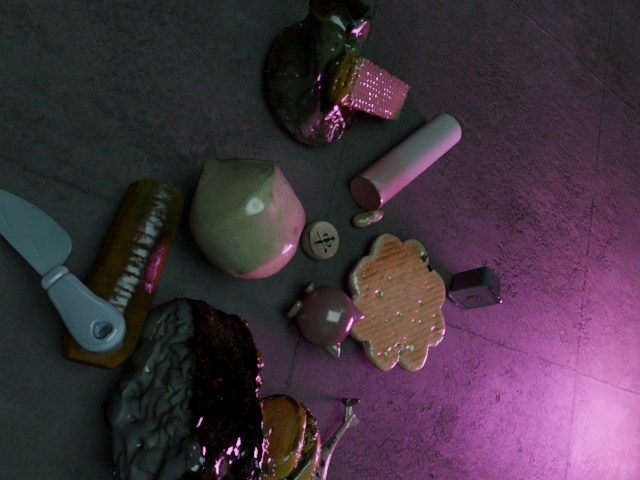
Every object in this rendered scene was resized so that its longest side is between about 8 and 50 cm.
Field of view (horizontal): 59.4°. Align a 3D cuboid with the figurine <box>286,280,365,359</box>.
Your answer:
[{"bbox_3d":[0.009,0.152,1.112,0.138,0.125,0.125,39,63,-8],"label":"figurine"}]

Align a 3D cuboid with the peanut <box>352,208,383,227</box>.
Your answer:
[{"bbox_3d":[0.106,-0.051,1.248,0.083,0.037,0.037,-28,101,-33],"label":"peanut"}]

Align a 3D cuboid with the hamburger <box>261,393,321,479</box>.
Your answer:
[{"bbox_3d":[-0.084,0.361,0.984,0.191,0.182,0.118,-55,131,-35],"label":"hamburger"}]

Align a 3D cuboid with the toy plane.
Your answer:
[{"bbox_3d":[-0.006,0.431,1.086,0.108,0.092,0.286,52,57,-8],"label":"toy plane"}]

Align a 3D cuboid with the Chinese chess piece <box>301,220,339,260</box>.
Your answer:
[{"bbox_3d":[0.000,0.000,1.166,0.084,0.034,0.084,5,82,-36],"label":"Chinese chess piece"}]

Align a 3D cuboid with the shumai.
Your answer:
[{"bbox_3d":[0.018,-0.332,1.116,0.222,0.204,0.272,-29,106,-33],"label":"shumai"}]

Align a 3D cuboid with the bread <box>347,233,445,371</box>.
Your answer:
[{"bbox_3d":[0.172,0.142,1.262,0.316,0.054,0.316,5,82,-36],"label":"bread"}]

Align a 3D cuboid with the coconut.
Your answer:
[{"bbox_3d":[-0.135,-0.048,0.978,0.224,0.224,0.224,4,82,-35],"label":"coconut"}]

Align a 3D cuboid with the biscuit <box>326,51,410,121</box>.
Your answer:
[{"bbox_3d":[0.107,-0.302,1.137,0.379,0.054,0.094,-16,128,-67],"label":"biscuit"}]

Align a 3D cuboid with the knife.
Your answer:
[{"bbox_3d":[-0.392,0.023,0.808,0.080,0.044,0.331,-38,82,-20],"label":"knife"}]

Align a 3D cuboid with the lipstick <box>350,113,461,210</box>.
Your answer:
[{"bbox_3d":[0.204,-0.187,1.299,0.327,0.087,0.087,-40,107,-32],"label":"lipstick"}]

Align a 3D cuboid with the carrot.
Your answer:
[{"bbox_3d":[-0.311,0.052,0.895,0.114,0.114,0.302,29,66,-30],"label":"carrot"}]

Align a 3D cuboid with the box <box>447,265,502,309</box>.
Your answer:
[{"bbox_3d":[0.383,0.117,1.379,0.084,0.122,0.069,41,52,-27],"label":"box"}]

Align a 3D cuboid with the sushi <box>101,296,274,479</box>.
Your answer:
[{"bbox_3d":[-0.208,0.265,0.879,0.207,0.234,0.348,34,39,-41],"label":"sushi"}]
